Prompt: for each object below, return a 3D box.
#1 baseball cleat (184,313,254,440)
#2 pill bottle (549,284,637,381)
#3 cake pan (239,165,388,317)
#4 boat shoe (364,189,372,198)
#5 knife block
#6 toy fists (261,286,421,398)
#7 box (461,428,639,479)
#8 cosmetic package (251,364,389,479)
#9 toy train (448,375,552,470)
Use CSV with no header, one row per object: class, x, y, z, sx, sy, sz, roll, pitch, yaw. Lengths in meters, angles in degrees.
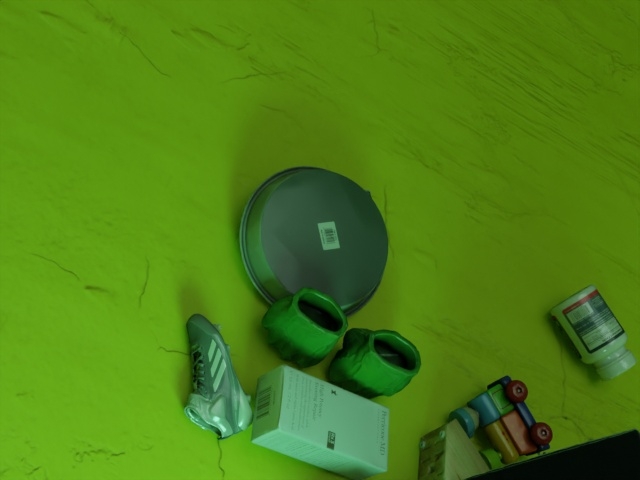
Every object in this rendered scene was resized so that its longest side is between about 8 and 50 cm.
baseball cleat,-0.183,0.218,1.547,0.109,0.072,0.206,-21,76,-37
pill bottle,0.563,0.192,1.978,0.108,0.108,0.180,-25,79,-37
cake pan,0.000,0.000,1.730,0.293,0.054,0.293,7,74,-24
boat shoe,0.039,-0.029,1.825,0.183,0.066,0.066,-37,91,-29
knife block,0.287,0.476,1.672,0.242,0.088,0.276,21,55,-20
toy fists,0.032,0.179,1.652,0.279,0.142,0.096,29,46,-15
box,0.418,0.615,1.322,0.480,0.297,0.472,-88,155,-59
cosmetic package,0.004,0.301,1.576,0.231,0.085,0.117,25,52,-29
toy train,0.346,0.386,1.755,0.143,0.105,0.248,-23,78,-27
